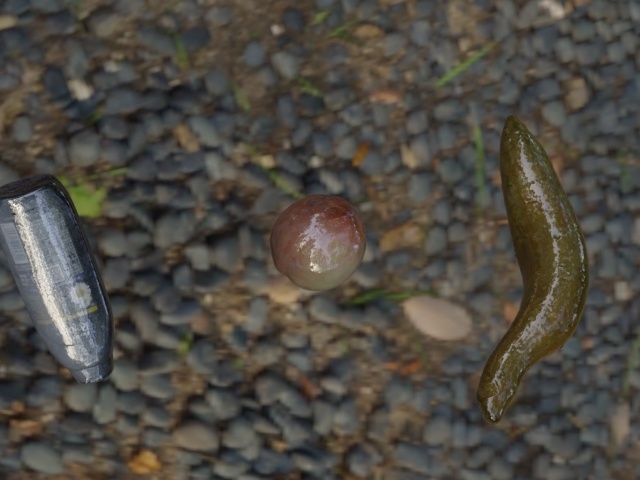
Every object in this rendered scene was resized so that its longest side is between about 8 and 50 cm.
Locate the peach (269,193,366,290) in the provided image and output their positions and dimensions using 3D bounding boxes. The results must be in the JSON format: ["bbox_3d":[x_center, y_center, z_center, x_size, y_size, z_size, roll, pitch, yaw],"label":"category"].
[{"bbox_3d":[-0.001,0.000,1.339,0.083,0.083,0.083,3,85,-32],"label":"peach"}]

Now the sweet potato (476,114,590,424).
[{"bbox_3d":[0.224,0.036,1.673,0.108,0.079,0.346,11,64,-6],"label":"sweet potato"}]

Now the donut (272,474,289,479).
[{"bbox_3d":[-0.062,0.336,1.665,0.186,0.144,0.126,-35,86,-19],"label":"donut"}]

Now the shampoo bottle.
[{"bbox_3d":[-0.274,0.044,1.703,0.087,0.049,0.233,-15,116,5],"label":"shampoo bottle"}]
